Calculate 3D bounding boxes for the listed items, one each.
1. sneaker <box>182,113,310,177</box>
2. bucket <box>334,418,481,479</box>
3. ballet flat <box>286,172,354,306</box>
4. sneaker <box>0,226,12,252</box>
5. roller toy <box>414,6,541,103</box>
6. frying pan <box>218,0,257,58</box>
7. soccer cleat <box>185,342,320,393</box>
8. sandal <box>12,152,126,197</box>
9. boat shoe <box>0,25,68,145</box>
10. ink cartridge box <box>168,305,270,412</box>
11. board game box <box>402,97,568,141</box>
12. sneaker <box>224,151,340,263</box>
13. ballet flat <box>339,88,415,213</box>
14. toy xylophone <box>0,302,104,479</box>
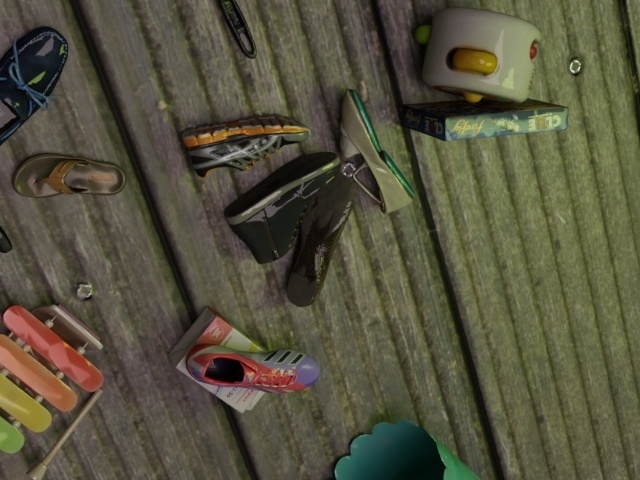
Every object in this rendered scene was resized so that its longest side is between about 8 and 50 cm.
[{"bbox_3d":[-0.121,-0.160,1.630,0.215,0.084,0.083,-9,110,-9],"label":"sneaker"},{"bbox_3d":[0.168,0.496,1.823,0.281,0.281,0.183,-51,124,-2],"label":"bucket"},{"bbox_3d":[0.000,0.000,1.737,0.084,0.058,0.249,17,94,15],"label":"ballet flat"},{"bbox_3d":[-0.563,-0.030,1.504,0.089,0.051,0.170,-37,110,-8],"label":"sneaker"},{"bbox_3d":[0.276,-0.309,1.672,0.191,0.209,0.146,8,95,-28],"label":"roller toy"},{"bbox_3d":[-0.202,-0.442,1.536,0.197,0.053,0.326,-9,105,-18],"label":"frying pan"},{"bbox_3d":[-0.108,0.224,1.655,0.248,0.095,0.083,12,98,-24],"label":"soccer cleat"},{"bbox_3d":[-0.396,-0.099,1.550,0.180,0.049,0.072,2,104,-22],"label":"sandal"},{"bbox_3d":[-0.464,-0.206,1.470,0.109,0.089,0.258,33,91,-26],"label":"boat shoe"},{"bbox_3d":[-0.155,0.222,1.726,0.198,0.067,0.115,40,87,-26],"label":"ink cartridge box"},{"bbox_3d":[0.290,-0.219,1.727,0.243,0.165,0.042,-7,107,-19],"label":"board game box"},{"bbox_3d":[-0.047,-0.059,1.691,0.222,0.083,0.118,-31,119,-1],"label":"sneaker"},{"bbox_3d":[0.082,-0.149,1.716,0.086,0.086,0.248,-37,115,-9],"label":"ballet flat"},{"bbox_3d":[-0.479,0.260,1.578,0.236,0.081,0.322,38,77,-28],"label":"toy xylophone"}]
